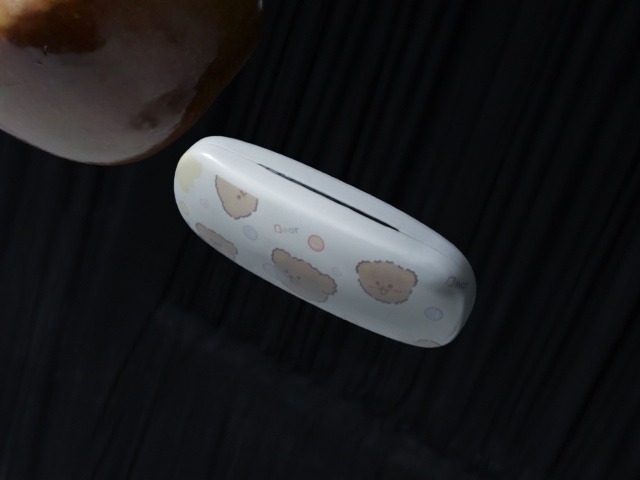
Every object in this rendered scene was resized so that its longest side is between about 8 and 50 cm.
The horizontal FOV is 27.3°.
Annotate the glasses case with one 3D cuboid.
[{"bbox_3d":[0.000,0.000,0.649,0.164,0.063,0.041,27,50,16],"label":"glasses case"}]

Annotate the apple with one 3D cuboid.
[{"bbox_3d":[-0.197,-0.219,1.202,0.277,0.319,0.319,33,19,-17],"label":"apple"}]
